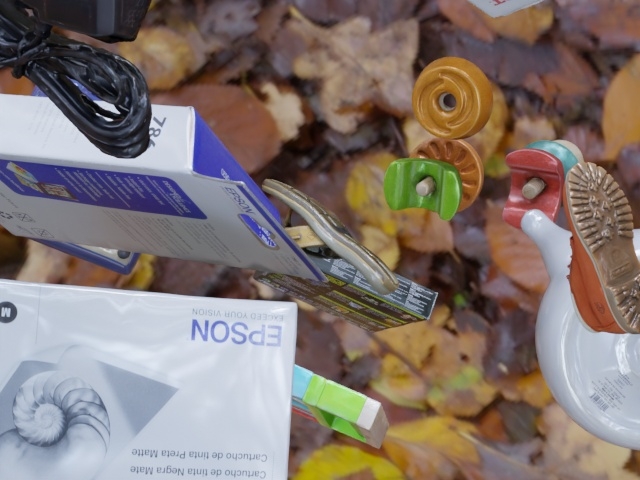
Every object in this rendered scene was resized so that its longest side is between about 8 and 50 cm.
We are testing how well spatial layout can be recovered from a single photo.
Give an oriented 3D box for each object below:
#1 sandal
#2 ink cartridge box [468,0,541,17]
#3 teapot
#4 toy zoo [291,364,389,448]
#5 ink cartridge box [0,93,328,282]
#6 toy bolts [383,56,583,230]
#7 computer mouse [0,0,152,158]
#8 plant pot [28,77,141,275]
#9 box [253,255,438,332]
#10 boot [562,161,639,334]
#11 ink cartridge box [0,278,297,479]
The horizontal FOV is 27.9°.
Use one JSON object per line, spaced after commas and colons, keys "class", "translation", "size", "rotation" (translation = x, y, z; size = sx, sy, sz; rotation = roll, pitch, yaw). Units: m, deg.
{"class": "sandal", "translation": [0.000, 0.000, 1.217], "size": [0.180, 0.072, 0.049], "rotation": [43, 99, 28]}
{"class": "ink cartridge box", "translation": [0.175, -0.347, 1.266], "size": [0.197, 0.273, 0.114], "rotation": [-17, 64, 36]}
{"class": "teapot", "translation": [0.351, 0.101, 1.413], "size": [0.252, 0.187, 0.256], "rotation": [1, 98, -1]}
{"class": "toy zoo", "translation": [-0.074, 0.131, 1.296], "size": [0.293, 0.192, 0.030], "rotation": [22, 78, 11]}
{"class": "ink cartridge box", "translation": [-0.157, -0.046, 1.039], "size": [0.332, 0.165, 0.065], "rotation": [9, 66, 28]}
{"class": "toy bolts", "translation": [0.220, -0.120, 1.597], "size": [0.228, 0.158, 0.218], "rotation": [16, 114, 22]}
{"class": "computer mouse", "translation": [-0.134, -0.181, 0.645], "size": [0.188, 0.272, 0.072], "rotation": [34, 52, 10]}
{"class": "plant pot", "translation": [-0.332, -0.092, 1.857], "size": [0.236, 0.212, 0.236], "rotation": [24, 96, -20]}
{"class": "box", "translation": [0.028, 0.058, 1.661], "size": [0.190, 0.184, 0.045], "rotation": [25, 71, -15]}
{"class": "boot", "translation": [0.240, 0.011, 1.144], "size": [0.059, 0.084, 0.158], "rotation": [-17, 88, -24]}
{"class": "ink cartridge box", "translation": [-0.129, 0.143, 0.843], "size": [0.223, 0.045, 0.224], "rotation": [5, 84, -20]}
